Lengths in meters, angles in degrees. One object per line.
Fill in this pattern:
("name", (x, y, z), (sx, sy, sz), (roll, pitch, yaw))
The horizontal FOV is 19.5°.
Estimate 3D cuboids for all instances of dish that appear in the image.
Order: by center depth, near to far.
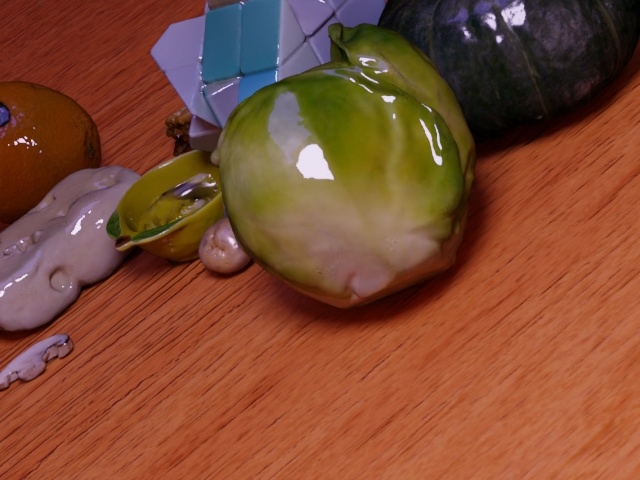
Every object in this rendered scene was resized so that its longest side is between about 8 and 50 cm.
("dish", (-0.156, -0.028, 2.159), (0.149, 0.080, 0.208), (8, 44, 44))

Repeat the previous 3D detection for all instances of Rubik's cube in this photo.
("Rubik's cube", (-0.055, -0.185, 2.109), (0.213, 0.224, 0.265), (-9, 73, 41))

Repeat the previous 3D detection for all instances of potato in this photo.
("potato", (-0.097, 0.002, 2.082), (0.068, 0.062, 0.083), (13, 25, 34))

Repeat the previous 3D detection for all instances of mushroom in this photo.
("mushroom", (-0.323, 0.137, 2.106), (0.101, 0.019, 0.049), (-30, 26, 4))

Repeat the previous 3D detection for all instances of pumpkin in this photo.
("pumpkin", (0.197, -0.235, 2.026), (0.300, 0.207, 0.300), (-23, 29, 14))

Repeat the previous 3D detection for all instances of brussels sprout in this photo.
("brussels sprout", (0.027, -0.072, 1.871), (0.259, 0.227, 0.294), (-20, 69, -3))

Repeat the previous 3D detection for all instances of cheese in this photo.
("cheese", (-0.318, 0.007, 2.248), (0.263, 0.093, 0.159), (-41, 30, -22))

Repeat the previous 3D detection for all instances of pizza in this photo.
("pizza", (-0.124, -0.145, 2.349), (0.194, 0.069, 0.154), (-11, 31, 45))

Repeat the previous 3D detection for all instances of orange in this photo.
("orange", (-0.385, -0.114, 2.415), (0.206, 0.206, 0.206), (-23, 27, 13))

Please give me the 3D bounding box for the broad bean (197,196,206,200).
("broad bean", (-0.072, -0.102, 2.244), (0.256, 0.052, 0.053), (-32, -15, 2))
